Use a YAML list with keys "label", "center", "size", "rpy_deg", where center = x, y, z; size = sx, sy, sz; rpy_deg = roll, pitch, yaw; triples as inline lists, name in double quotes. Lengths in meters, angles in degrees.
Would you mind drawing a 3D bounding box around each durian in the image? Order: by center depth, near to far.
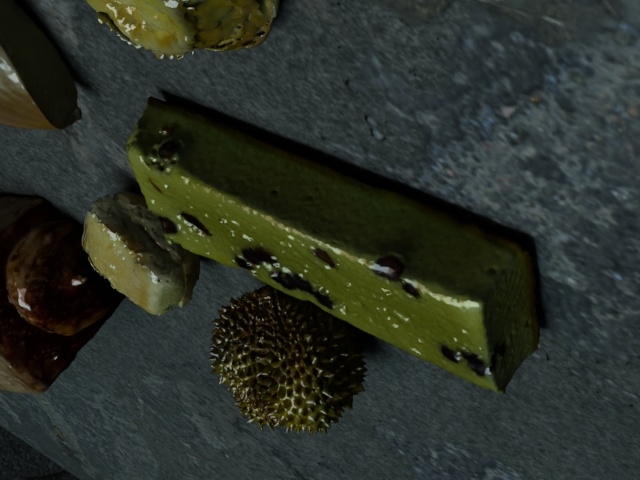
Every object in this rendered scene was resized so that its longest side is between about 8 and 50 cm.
- label: "durian"
  center: [-0.032, 0.117, 1.280]
  size: [0.158, 0.137, 0.168]
  rpy_deg: [-2, 126, 27]

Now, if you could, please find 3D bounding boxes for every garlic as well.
- label: "garlic"
  center: [-0.296, -0.175, 1.149]
  size: [0.101, 0.087, 0.195]
  rpy_deg: [1, 137, 33]

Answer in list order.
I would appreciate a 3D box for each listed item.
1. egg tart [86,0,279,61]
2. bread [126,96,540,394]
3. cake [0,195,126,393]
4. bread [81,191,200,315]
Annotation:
- label: "egg tart"
  center: [-0.111, -0.184, 0.878]
  size: [0.191, 0.074, 0.191]
  rpy_deg: [29, 158, 13]
- label: "bread"
  center: [0.001, 0.000, 1.062]
  size: [0.361, 0.077, 0.138]
  rpy_deg: [23, 153, 28]
- label: "cake"
  center: [-0.373, 0.071, 1.586]
  size: [0.293, 0.198, 0.196]
  rpy_deg: [3, 138, 51]
- label: "bread"
  center: [-0.176, 0.009, 1.334]
  size: [0.125, 0.082, 0.106]
  rpy_deg: [43, 148, 10]
